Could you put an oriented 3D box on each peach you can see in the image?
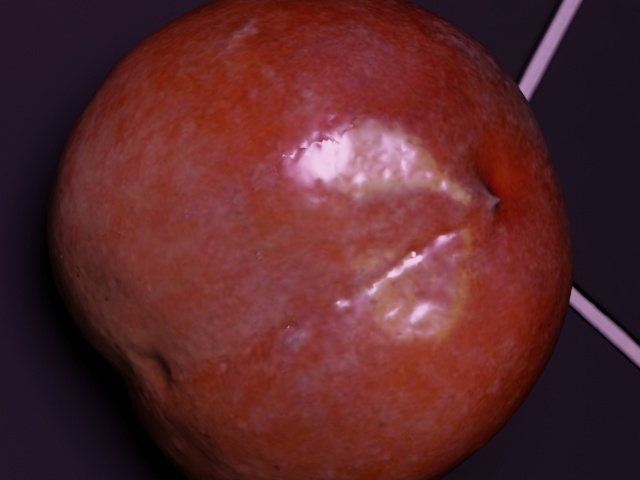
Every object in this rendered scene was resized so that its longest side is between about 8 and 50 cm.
[{"bbox_3d":[0.000,0.000,0.897,0.252,0.252,0.252,8,75,-32],"label":"peach"}]
